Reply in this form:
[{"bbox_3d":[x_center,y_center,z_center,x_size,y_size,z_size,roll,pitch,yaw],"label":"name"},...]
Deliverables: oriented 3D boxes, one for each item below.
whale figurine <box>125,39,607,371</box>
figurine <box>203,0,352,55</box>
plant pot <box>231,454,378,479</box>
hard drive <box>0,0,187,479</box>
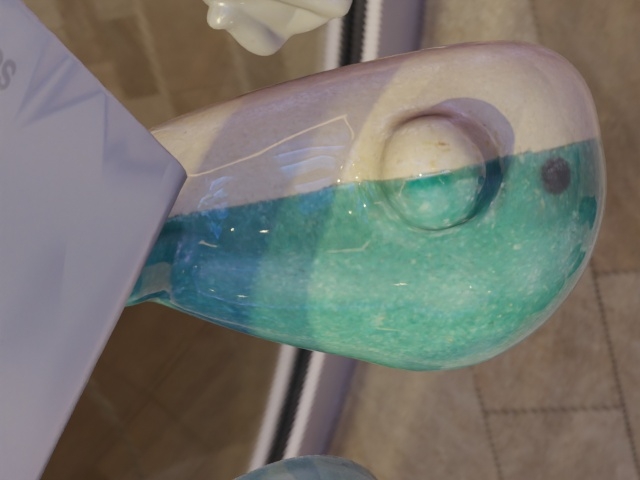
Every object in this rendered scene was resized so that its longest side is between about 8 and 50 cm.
[{"bbox_3d":[0.000,0.000,0.692,0.216,0.272,0.141,-5,98,57],"label":"whale figurine"},{"bbox_3d":[-0.072,-0.236,0.952,0.092,0.209,0.215,6,83,51],"label":"figurine"},{"bbox_3d":[-0.010,0.339,1.217,0.196,0.293,0.293,44,133,40],"label":"plant pot"},{"bbox_3d":[-0.147,0.078,0.395,0.040,0.203,0.307,20,78,24],"label":"hard drive"}]
